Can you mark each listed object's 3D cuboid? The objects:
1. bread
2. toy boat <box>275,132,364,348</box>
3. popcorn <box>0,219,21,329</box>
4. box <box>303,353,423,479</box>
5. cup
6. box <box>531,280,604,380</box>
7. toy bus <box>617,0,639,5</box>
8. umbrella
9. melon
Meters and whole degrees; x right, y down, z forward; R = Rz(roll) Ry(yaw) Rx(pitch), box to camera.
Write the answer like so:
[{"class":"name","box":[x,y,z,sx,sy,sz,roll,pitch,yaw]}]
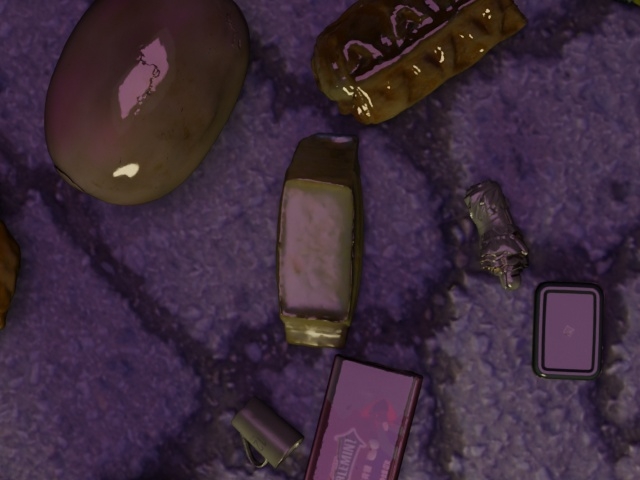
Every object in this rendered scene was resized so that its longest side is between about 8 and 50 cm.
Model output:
[{"class":"bread","box":[0.114,-0.258,1.911,0.268,0.130,0.152,-36,93,4]},{"class":"toy boat","box":[-0.001,-0.001,1.934,0.111,0.084,0.276,5,89,8]},{"class":"popcorn","box":[-0.499,0.020,1.941,0.190,0.191,0.253,-23,82,39]},{"class":"box","box":[0.048,0.263,1.923,0.120,0.069,0.224,13,88,7]},{"class":"cup","box":[-0.071,0.248,1.953,0.083,0.075,0.054,41,56,10]},{"class":"box","box":[0.312,0.114,1.919,0.091,0.031,0.126,3,89,7]},{"class":"toy bus","box":[0.456,-0.330,1.864,0.262,0.150,0.128,26,92,6]},{"class":"umbrella","box":[0.224,-0.006,1.921,0.067,0.062,0.143,-9,78,-26]},{"class":"melon","box":[-0.215,-0.197,1.894,0.223,0.223,0.317,30,92,7]}]
